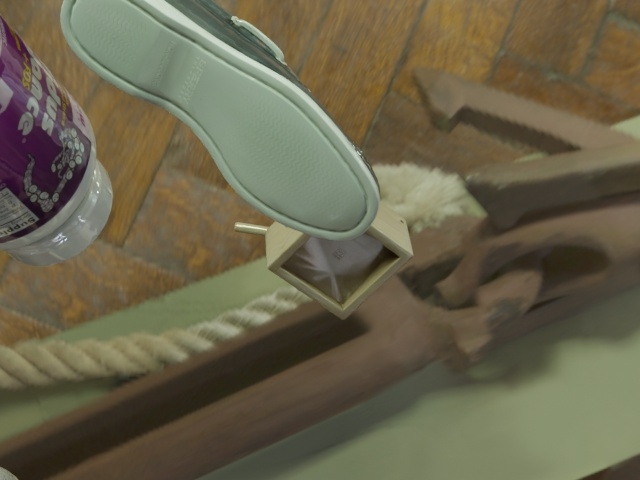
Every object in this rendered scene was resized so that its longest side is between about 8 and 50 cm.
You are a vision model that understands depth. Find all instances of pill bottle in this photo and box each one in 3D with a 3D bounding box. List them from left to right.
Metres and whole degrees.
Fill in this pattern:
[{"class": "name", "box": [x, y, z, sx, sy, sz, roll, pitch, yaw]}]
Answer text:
[{"class": "pill bottle", "box": [-0.297, -0.093, 1.173, 0.169, 0.301, 0.169, -7, 64, 15]}]

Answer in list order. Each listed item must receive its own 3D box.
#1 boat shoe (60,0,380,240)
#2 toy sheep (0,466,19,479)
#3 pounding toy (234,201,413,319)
[{"class": "boat shoe", "box": [-0.065, -0.122, 1.094, 0.302, 0.114, 0.091, 42, 33, -1]}, {"class": "toy sheep", "box": [-0.094, 0.090, 0.309, 0.091, 0.091, 0.132, -15, 72, -11]}, {"class": "pounding toy", "box": [0.000, 0.000, 1.450, 0.130, 0.100, 0.141, 35, 115, -24]}]
